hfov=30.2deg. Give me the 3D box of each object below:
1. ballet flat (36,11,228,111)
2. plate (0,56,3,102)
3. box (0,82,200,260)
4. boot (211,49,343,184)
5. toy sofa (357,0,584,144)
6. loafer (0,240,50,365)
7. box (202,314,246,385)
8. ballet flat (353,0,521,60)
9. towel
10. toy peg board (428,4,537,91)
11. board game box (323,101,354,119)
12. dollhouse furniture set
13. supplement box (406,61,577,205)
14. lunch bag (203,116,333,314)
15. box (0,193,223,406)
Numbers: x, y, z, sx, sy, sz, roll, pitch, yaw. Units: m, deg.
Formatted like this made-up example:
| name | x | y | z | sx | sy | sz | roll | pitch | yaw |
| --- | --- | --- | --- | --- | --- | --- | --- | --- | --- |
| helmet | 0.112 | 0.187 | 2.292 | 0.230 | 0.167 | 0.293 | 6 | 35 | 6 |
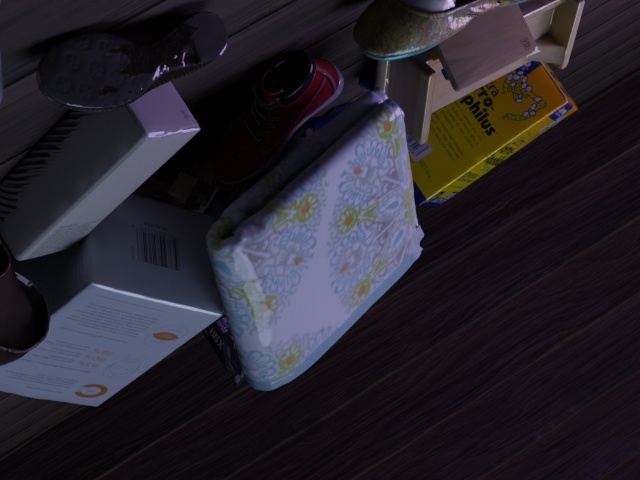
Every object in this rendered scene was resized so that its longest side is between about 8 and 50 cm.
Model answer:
| name | x | y | z | sx | sy | sz | roll | pitch | yaw |
| --- | --- | --- | --- | --- | --- | --- | --- | --- | --- |
| ballet flat | -0.202 | -0.192 | 1.263 | 0.058 | 0.084 | 0.250 | -7 | -163 | 45 |
| plate | -0.396 | -0.117 | 1.043 | 0.277 | 0.045 | 0.278 | -29 | 170 | -22 |
| box | -0.282 | -0.090 | 1.445 | 0.275 | 0.094 | 0.113 | -38 | 170 | 30 |
| boot | -0.089 | -0.177 | 1.703 | 0.244 | 0.088 | 0.176 | -43 | 168 | 15 |
| toy sofa | 0.242 | -0.324 | 1.957 | 0.362 | 0.177 | 0.150 | -28 | 146 | -26 |
| loafer | -0.410 | 0.061 | 1.389 | 0.130 | 0.133 | 0.366 | -16 | 161 | 14 |
| box | -0.134 | 0.083 | 2.241 | 0.242 | 0.307 | 0.076 | -29 | 166 | -29 |
| ballet flat | 0.186 | -0.356 | 1.642 | 0.348 | 0.123 | 0.123 | -27 | 170 | -31 |
| towel | 0.000 | 0.000 | 1.705 | 0.374 | 0.090 | 0.320 | -43 | 141 | -27 |
| toy peg board | 0.215 | -0.320 | 1.784 | 0.161 | 0.160 | 0.079 | -29 | -174 | -24 |
| board game box | 0.059 | -0.206 | 2.203 | 0.243 | 0.042 | 0.165 | -23 | 167 | -49 |
| dollhouse furniture set | -0.223 | -0.093 | 1.790 | 0.182 | 0.101 | 0.161 | 111 | 4 | -57 |
| supplement box | 0.304 | -0.243 | 2.369 | 0.356 | 0.195 | 0.194 | -36 | 171 | 16 |
| lunch bag | -0.063 | -0.018 | 1.918 | 0.328 | 0.239 | 0.385 | -55 | 179 | -7 |
| box | -0.329 | 0.088 | 1.713 | 0.215 | 0.168 | 0.345 | 17 | 141 | -37 |
